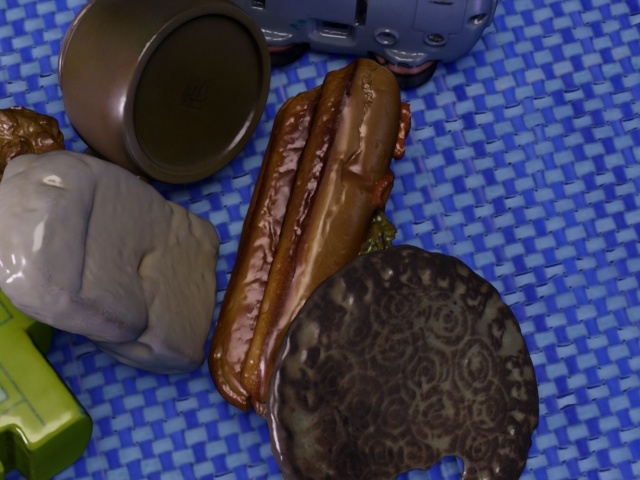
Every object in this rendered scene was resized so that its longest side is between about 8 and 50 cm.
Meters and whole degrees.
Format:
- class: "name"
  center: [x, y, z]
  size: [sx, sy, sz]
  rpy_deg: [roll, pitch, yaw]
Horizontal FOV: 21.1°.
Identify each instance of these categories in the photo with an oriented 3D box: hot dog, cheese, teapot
- class: "hot dog"
  center: [0.000, 0.000, 1.588]
  size: [0.117, 0.158, 0.348]
  rpy_deg: [24, 68, -24]
- class: "cheese"
  center: [-0.189, 0.021, 1.522]
  size: [0.093, 0.263, 0.159]
  rpy_deg: [-17, 59, 27]
- class: "teapot"
  center: [-0.171, -0.151, 1.632]
  size: [0.175, 0.186, 0.267]
  rpy_deg: [28, 100, 42]

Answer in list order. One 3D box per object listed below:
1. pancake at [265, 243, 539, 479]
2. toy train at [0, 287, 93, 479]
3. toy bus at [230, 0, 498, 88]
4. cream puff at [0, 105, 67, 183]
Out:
- class: "pancake"
  center: [0.079, 0.142, 1.523]
  size: [0.286, 0.033, 0.288]
  rpy_deg: [51, 60, -23]
- class: "toy train"
  center: [-0.391, 0.090, 1.534]
  size: [0.272, 0.179, 0.442]
  rpy_deg: [-33, 74, -21]
- class: "toy bus"
  center: [0.035, -0.297, 1.684]
  size: [0.288, 0.194, 0.232]
  rpy_deg: [7, 58, 1]
- class: "cream puff"
  center: [-0.287, -0.073, 1.622]
  size: [0.122, 0.116, 0.094]
  rpy_deg: [-10, 74, 22]
